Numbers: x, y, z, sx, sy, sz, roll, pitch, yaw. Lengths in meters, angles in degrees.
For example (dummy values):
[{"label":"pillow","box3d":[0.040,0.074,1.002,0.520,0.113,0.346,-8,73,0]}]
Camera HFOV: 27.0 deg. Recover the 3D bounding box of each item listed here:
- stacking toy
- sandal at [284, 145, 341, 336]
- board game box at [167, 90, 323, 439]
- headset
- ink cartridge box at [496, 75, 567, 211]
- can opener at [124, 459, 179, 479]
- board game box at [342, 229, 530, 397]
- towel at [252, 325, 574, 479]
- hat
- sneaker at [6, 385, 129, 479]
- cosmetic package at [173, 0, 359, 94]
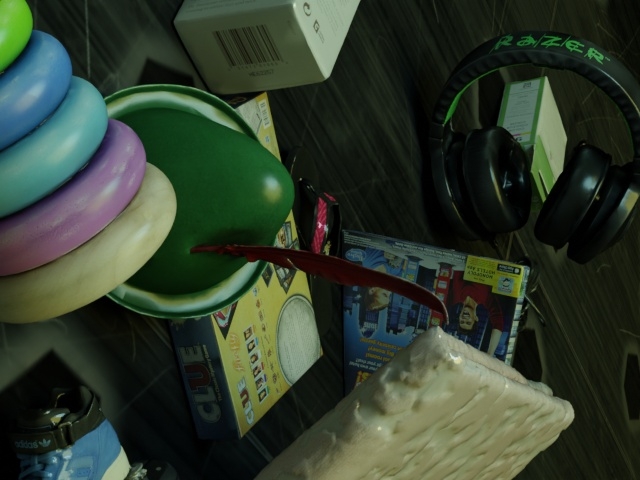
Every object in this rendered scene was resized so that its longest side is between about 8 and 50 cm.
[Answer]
[{"label":"stacking toy","box3d":[-0.211,-0.117,0.750,0.330,0.141,0.141,64,35,-29]},{"label":"sandal","box3d":[0.000,0.000,1.232,0.067,0.040,0.179,-23,107,-61]},{"label":"board game box","box3d":[-0.072,0.016,1.089,0.165,0.042,0.243,-39,121,-58]},{"label":"headset","box3d":[0.251,-0.066,1.545,0.185,0.243,0.394,-60,157,-52]},{"label":"ink cartridge box","box3d":[0.269,-0.108,1.726,0.209,0.062,0.109,-73,146,-47]},{"label":"can opener","box3d":[-0.153,0.207,0.888,0.186,0.059,0.073,-44,126,-56]},{"label":"board game box","box3d":[0.098,0.102,1.297,0.060,0.194,0.194,7,95,-62]},{"label":"towel","box3d":[0.027,0.207,1.016,0.053,0.332,0.317,50,11,26]},{"label":"hat","box3d":[-0.049,-0.033,0.905,0.208,0.183,0.173,6,82,-33]},{"label":"sneaker","box3d":[-0.181,0.152,0.843,0.152,0.058,0.085,-50,128,-50]},{"label":"cosmetic package","box3d":[-0.025,-0.234,1.132,0.085,0.117,0.231,63,37,-39]}]
